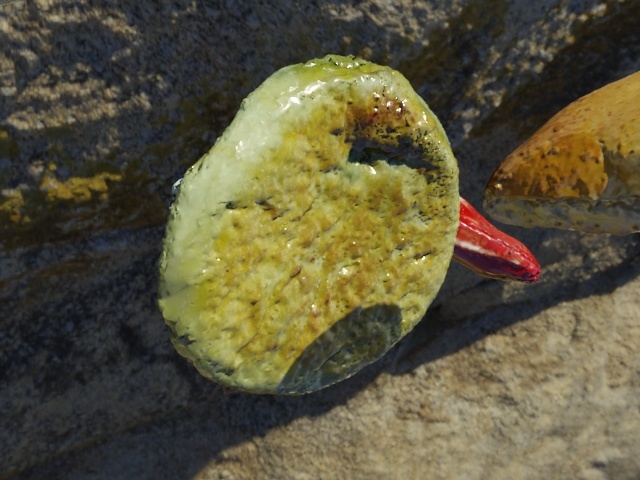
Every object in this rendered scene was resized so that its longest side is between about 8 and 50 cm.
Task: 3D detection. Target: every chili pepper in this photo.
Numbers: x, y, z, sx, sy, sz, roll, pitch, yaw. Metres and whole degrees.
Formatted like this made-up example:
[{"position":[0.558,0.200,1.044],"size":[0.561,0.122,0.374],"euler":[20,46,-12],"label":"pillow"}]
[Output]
[{"position":[0.095,-0.053,0.867],"size":[0.110,0.387,0.110],"euler":[-55,171,-13],"label":"chili pepper"}]

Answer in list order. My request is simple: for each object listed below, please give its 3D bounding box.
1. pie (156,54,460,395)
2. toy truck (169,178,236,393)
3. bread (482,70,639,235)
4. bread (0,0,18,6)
[{"position":[0.000,0.000,0.551],"size":[0.276,0.078,0.277],"euler":[-16,121,-28],"label":"pie"},{"position":[-0.098,0.040,0.951],"size":[0.136,0.306,0.162],"euler":[-14,175,-26],"label":"toy truck"},{"position":[0.182,-0.061,0.389],"size":[0.136,0.154,0.054],"euler":[-48,129,-28],"label":"bread"},{"position":[-0.431,-0.413,0.797],"size":[0.315,0.054,0.316],"euler":[11,128,15],"label":"bread"}]
